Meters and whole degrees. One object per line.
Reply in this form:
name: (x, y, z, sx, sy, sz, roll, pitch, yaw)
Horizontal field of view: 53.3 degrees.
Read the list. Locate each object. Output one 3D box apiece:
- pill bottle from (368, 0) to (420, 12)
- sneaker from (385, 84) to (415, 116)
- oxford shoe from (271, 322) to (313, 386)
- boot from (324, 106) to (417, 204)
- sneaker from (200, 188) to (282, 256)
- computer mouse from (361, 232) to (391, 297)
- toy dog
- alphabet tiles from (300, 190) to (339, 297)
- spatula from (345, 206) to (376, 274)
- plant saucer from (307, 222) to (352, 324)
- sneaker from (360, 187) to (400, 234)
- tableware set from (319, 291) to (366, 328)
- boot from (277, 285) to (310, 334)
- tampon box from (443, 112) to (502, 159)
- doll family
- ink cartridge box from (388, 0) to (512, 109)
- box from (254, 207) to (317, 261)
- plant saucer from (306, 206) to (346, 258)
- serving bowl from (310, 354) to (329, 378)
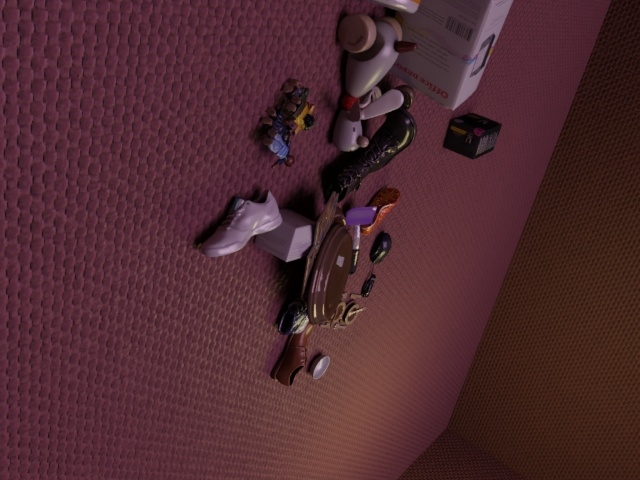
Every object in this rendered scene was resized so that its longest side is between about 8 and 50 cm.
pill bottle: (0.165, -0.621, 1.295, 0.162, 0.162, 0.278, -10, 123, -56)
sneaker: (0.210, -0.372, 1.647, 0.071, 0.066, 0.188, -59, -178, -10)
oxford shoe: (-0.061, 0.322, 1.843, 0.076, 0.076, 0.212, 20, 95, -60)
boot: (0.120, -0.198, 1.607, 0.229, 0.091, 0.263, -43, 172, -32)
sneaker: (-0.176, -0.042, 1.355, 0.212, 0.080, 0.094, -34, 123, -39)
computer mouse: (0.183, 0.085, 2.071, 0.071, 0.041, 0.242, -23, 134, -51)
toy dog: (0.130, -0.360, 1.468, 0.220, 0.161, 0.333, -42, 146, -32)
alphabet tiles: (0.000, 0.000, 1.566, 0.237, 0.009, 0.198, 99, 14, -47)
spatula: (0.101, 0.004, 1.849, 0.084, 0.030, 0.296, -2, 135, -9)
plant saucer: (0.031, 0.091, 1.680, 0.278, 0.041, 0.277, 14, 90, -74)
sneaker: (0.170, -0.090, 1.892, 0.175, 0.064, 0.067, -44, 163, -17)
tableware set: (0.077, 0.232, 2.026, 0.194, 0.039, 0.128, 18, 99, -61)
boot: (-0.049, 0.175, 1.737, 0.086, 0.069, 0.189, 2, 113, -65)
tampon box: (0.510, -0.352, 2.140, 0.161, 0.120, 0.101, -26, 136, -48)
doll family: (-0.064, -0.241, 1.355, 0.193, 0.076, 0.111, -52, 155, -7)
ink cartridge box: (0.292, -0.497, 1.487, 0.131, 0.226, 0.306, -41, 159, -30)
box: (-0.079, -0.015, 1.489, 0.102, 0.101, 0.087, -16, 127, -56)
plant saucer: (0.020, -0.012, 1.734, 0.168, 0.029, 0.168, -40, 146, -36)
serving bowl: (-0.007, 0.402, 2.049, 0.083, 0.027, 0.083, -40, 145, -36)
